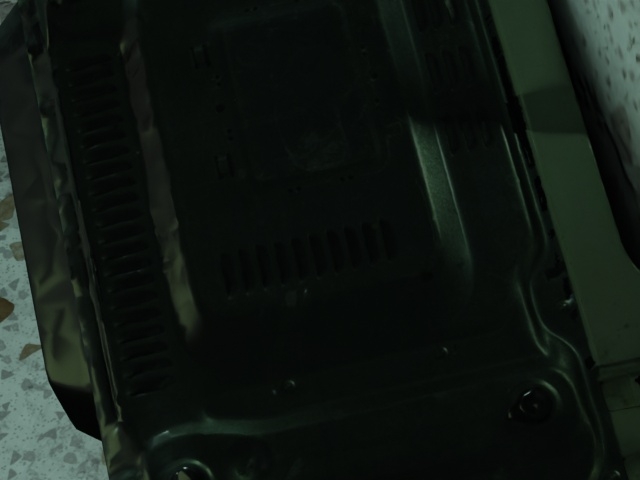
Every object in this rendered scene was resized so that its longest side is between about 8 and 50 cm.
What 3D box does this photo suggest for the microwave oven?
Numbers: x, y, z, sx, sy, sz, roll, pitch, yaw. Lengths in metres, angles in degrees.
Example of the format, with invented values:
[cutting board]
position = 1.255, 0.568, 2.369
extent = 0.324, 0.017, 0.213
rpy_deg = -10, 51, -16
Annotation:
[microwave oven]
position = 0.000, 0.000, 0.774
extent = 0.218, 0.286, 0.355
rpy_deg = 93, 165, -71
